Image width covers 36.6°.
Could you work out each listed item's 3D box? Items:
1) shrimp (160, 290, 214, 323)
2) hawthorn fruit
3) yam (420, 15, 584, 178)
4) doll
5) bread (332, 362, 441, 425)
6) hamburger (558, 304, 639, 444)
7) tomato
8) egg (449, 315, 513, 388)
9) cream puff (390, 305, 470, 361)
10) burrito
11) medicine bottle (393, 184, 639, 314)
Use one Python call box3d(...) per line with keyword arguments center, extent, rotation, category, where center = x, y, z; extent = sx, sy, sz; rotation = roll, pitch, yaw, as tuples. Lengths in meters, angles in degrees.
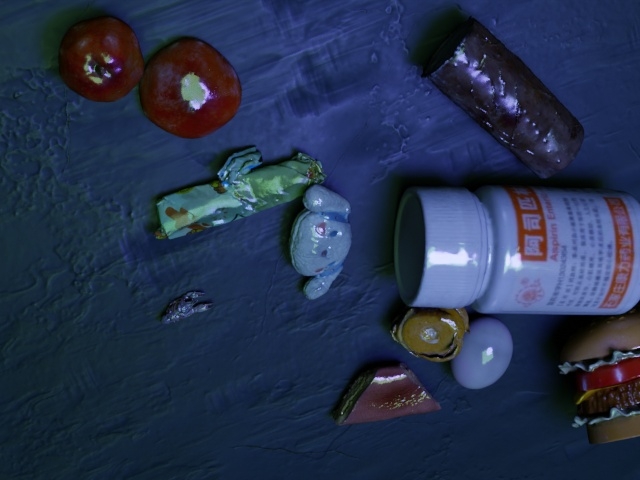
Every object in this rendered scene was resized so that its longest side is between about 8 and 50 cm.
box3d(center=(-0.222, 0.108, 1.586), extent=(0.092, 0.029, 0.038), rotation=(-19, 104, -9), category="shrimp")
box3d(center=(-0.319, -0.259, 1.381), extent=(0.125, 0.140, 0.125), rotation=(7, 107, 22), category="hawthorn fruit")
box3d(center=(0.288, -0.223, 1.509), extent=(0.280, 0.131, 0.131), rotation=(37, 100, -23), category="yam")
box3d(center=(0.000, 0.000, 1.560), extent=(0.104, 0.071, 0.214), rotation=(-12, 125, -23), category="doll")
box3d(center=(0.118, 0.262, 1.685), extent=(0.193, 0.067, 0.119), rotation=(-5, 119, -8), category="bread")
box3d(center=(0.542, 0.218, 1.653), extent=(0.275, 0.274, 0.212), rotation=(-14, 78, -6), category="hamburger")
box3d(center=(-0.196, -0.219, 1.445), extent=(0.156, 0.069, 0.155), rotation=(-3, 111, -9), category="tomato")
box3d(center=(0.277, 0.195, 1.671), extent=(0.103, 0.103, 0.135), rotation=(16, 108, -16), category="egg")
box3d(center=(0.187, 0.144, 1.635), extent=(0.133, 0.104, 0.119), rotation=(-24, 108, 34), category="cream puff")
box3d(center=(-0.134, -0.085, 1.518), extent=(0.288, 0.054, 0.104), rotation=(-17, 110, -3), category="burrito")
box3d(center=(0.318, 0.014, 1.554), extent=(0.372, 0.211, 0.211), rotation=(2, 110, -11), category="medicine bottle")
